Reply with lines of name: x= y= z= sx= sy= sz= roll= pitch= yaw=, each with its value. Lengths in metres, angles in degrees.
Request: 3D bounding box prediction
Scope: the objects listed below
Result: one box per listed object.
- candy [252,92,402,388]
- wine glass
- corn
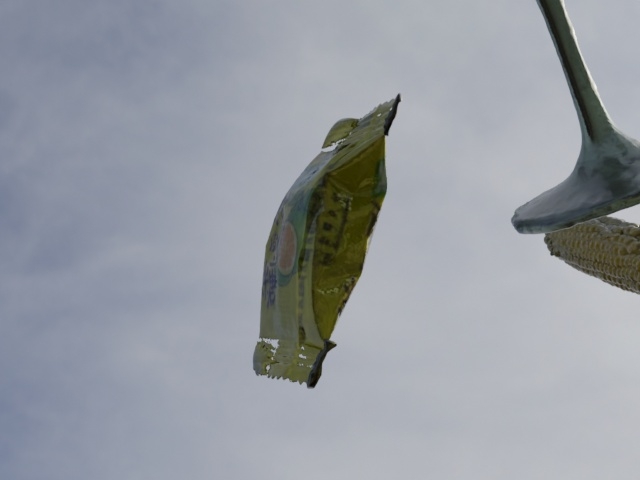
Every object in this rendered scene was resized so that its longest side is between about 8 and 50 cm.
candy: x=0.000 y=0.000 z=1.205 sx=0.081 sy=0.187 sz=0.297 roll=23 pitch=-100 yaw=-20
wine glass: x=0.194 y=-0.228 z=1.045 sx=0.267 sy=0.267 sz=0.406 roll=-23 pitch=-81 yaw=-5
corn: x=0.367 y=0.021 z=1.345 sx=0.086 sy=0.288 sz=0.087 roll=-8 pitch=-73 yaw=-28
